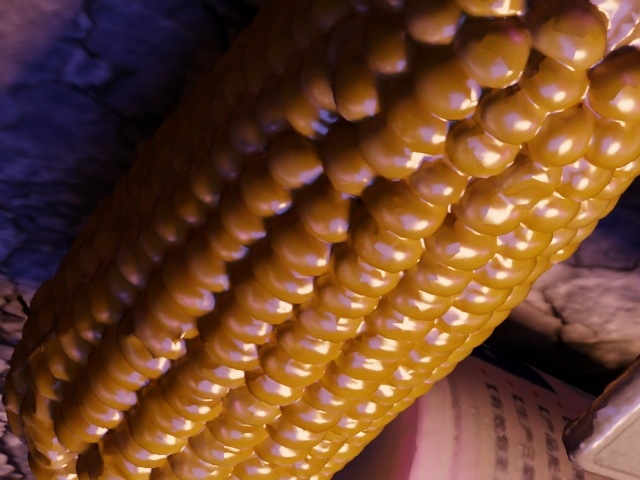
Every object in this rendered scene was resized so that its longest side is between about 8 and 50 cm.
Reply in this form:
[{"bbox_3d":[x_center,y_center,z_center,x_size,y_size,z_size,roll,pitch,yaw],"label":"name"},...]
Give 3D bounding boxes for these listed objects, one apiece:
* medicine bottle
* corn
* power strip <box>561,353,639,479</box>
[{"bbox_3d":[0.075,0.129,0.755,0.254,0.152,0.152,26,140,-37],"label":"medicine bottle"},{"bbox_3d":[0.000,0.000,0.564,0.130,0.130,0.347,17,141,-27],"label":"corn"},{"bbox_3d":[0.203,0.018,0.636,0.213,0.064,0.198,19,122,-43],"label":"power strip"}]
